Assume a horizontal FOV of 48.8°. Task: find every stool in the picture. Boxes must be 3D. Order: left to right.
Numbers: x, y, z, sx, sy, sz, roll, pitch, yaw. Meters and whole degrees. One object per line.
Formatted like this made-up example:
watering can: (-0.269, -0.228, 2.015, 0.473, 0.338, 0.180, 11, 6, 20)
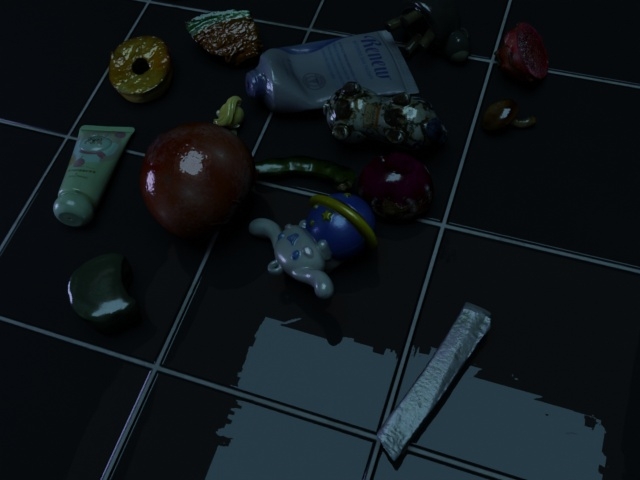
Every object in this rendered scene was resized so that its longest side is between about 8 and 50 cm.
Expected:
stool: (0.276, -0.539, 1.785, 0.139, 0.153, 0.228, -43, 65, -15)

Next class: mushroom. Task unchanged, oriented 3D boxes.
mushroom: (0.449, -0.301, 1.684, 0.129, 0.073, 0.088, -1, 28, 3)

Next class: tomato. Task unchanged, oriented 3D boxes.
tomato: (-0.277, -0.137, 1.569, 0.265, 0.265, 0.265, -3, 61, 6)

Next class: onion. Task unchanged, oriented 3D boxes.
onion: (0.172, -0.149, 1.600, 0.173, 0.135, 0.198, 2, 59, 2)

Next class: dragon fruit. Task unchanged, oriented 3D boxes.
dragon fruit: (0.483, -0.447, 1.750, 0.111, 0.153, 0.153, -18, 49, 48)

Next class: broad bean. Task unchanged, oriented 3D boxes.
broad bean: (-0.026, -0.161, 1.647, 0.292, 0.049, 0.144, 16, 25, 35)

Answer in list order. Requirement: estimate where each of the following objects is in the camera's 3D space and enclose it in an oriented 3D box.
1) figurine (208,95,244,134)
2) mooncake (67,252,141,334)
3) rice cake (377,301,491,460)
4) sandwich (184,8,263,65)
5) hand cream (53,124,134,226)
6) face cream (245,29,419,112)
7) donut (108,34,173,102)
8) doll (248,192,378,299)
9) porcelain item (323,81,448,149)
figurine: (-0.249, -0.274, 1.759, 0.083, 0.083, 0.187, 31, 79, 21)
mooncake: (-0.463, 0.117, 1.554, 0.168, 0.104, 0.175, 6, 60, 14)
rice cake: (0.229, 0.277, 1.405, 0.072, 0.056, 0.365, 32, 70, 16)
sandwich: (-0.253, -0.533, 1.886, 0.184, 0.109, 0.160, -15, 81, -3)
hand cream: (-0.566, -0.171, 1.741, 0.147, 0.093, 0.306, 3, 53, 7)
face cream: (0.018, -0.423, 1.798, 0.420, 0.137, 0.235, -12, 59, -13)
donut: (-0.471, -0.448, 1.878, 0.174, 0.074, 0.190, -17, 65, -3)
doll: (-0.011, -0.005, 1.554, 0.311, 0.159, 0.243, 23, 79, 39)
porcelain item: (0.155, -0.285, 1.662, 0.288, 0.186, 0.138, 13, 96, 30)
